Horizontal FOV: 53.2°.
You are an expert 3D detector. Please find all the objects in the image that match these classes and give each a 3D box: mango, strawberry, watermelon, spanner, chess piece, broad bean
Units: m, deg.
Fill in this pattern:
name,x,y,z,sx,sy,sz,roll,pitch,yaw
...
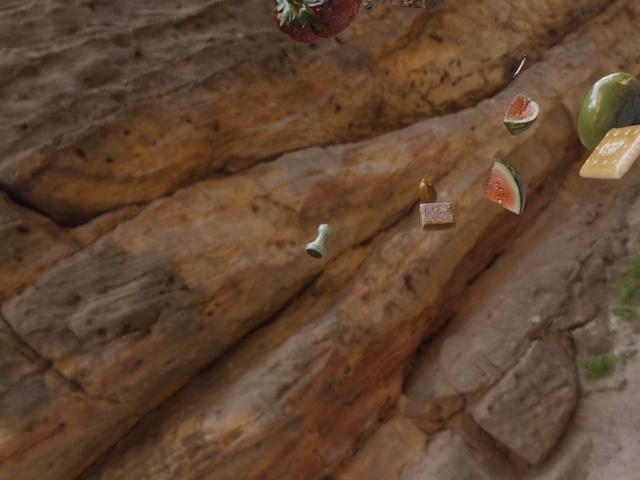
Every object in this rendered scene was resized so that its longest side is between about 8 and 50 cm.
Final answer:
name,x,y,z,sx,sy,sz,roll,pitch,yaw
mango,0.396,-0.178,2.370,0.063,0.077,0.127,-27,-38,7
strawberry,0.001,-0.675,1.746,0.250,0.238,0.288,3,24,39
watermelon,0.615,-0.180,2.070,0.145,0.192,0.137,-23,3,-41
spanner,0.653,-0.566,2.094,0.208,0.012,0.046,-53,-9,-47
chess piece,0.000,0.000,2.012,0.067,0.067,0.103,-42,22,61
broad bean,0.875,-0.370,1.908,0.238,0.291,0.119,-52,44,6
watermelon,0.590,-0.357,1.832,0.069,0.087,0.163,-6,38,43

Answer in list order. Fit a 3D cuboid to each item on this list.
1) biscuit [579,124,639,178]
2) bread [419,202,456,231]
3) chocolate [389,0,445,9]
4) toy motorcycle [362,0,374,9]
name,x,y,z,sx,sy,sz,roll,pitch,yaw
biscuit,0.753,-0.227,1.631,0.160,0.030,0.249,-56,2,8
bread,0.335,-0.067,1.826,0.035,0.095,0.090,84,-175,-48
chocolate,0.295,-0.822,2.056,0.214,0.148,0.093,20,48,42
toy motorcycle,0.198,-0.928,2.283,0.297,0.109,0.198,-20,-5,-7
